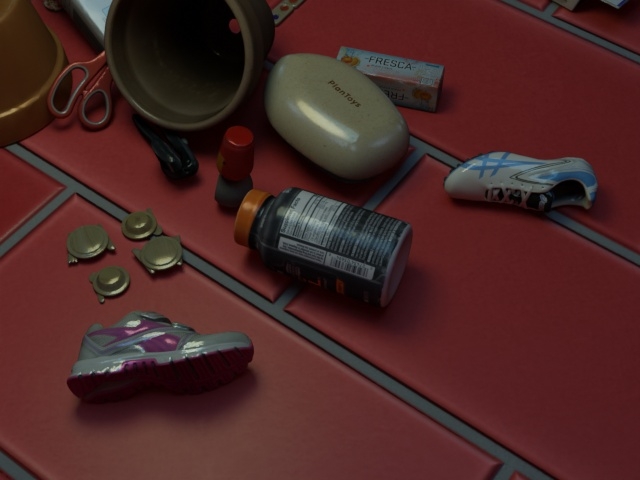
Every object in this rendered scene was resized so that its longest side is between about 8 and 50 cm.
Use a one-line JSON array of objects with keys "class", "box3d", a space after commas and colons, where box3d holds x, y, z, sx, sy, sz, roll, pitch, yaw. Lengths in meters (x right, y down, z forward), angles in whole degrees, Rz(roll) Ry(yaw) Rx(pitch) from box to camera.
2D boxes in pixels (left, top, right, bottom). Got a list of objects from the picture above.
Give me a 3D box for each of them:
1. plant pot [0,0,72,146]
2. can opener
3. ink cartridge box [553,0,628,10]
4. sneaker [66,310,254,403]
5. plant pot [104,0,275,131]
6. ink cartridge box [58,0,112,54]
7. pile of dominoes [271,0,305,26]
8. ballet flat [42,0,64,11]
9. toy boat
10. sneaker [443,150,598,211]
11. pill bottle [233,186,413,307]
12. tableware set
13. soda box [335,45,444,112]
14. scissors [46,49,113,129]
[{"class": "plant pot", "box3d": [-0.569, -0.320, 1.746, 0.291, 0.203, 0.290, 1, 52, -1]}, {"class": "can opener", "box3d": [-0.250, -0.162, 1.718, 0.059, 0.073, 0.186, -27, 48, -10]}, {"class": "ink cartridge box", "box3d": [0.510, -0.555, 2.015, 0.307, 0.072, 0.304, 38, 60, 23]}, {"class": "sneaker", "box3d": [-0.218, 0.143, 1.455, 0.252, 0.103, 0.111, -5, 54, -4]}, {"class": "plant pot", "box3d": [-0.182, -0.328, 1.734, 0.263, 0.263, 0.229, 20, 25, 15]}, {"class": "ink cartridge box", "box3d": [-0.299, -0.520, 1.899, 0.385, 0.091, 0.308, -35, 81, -20]}, {"class": "pile of dominoes", "box3d": [-0.089, -0.520, 2.001, 0.196, 0.040, 0.251, 28, 57, 20]}, {"class": "ballet flat", "box3d": [-0.412, -0.507, 1.968, 0.241, 0.077, 0.091, -34, 61, -23]}, {"class": "toy boat", "box3d": [-0.035, -0.163, 1.681, 0.318, 0.148, 0.267, -28, 62, -29]}, {"class": "sneaker", "box3d": [0.309, -0.084, 1.641, 0.237, 0.085, 0.086, -1, 48, 1]}, {"class": "pill bottle", "box3d": [0.000, 0.000, 1.548, 0.246, 0.130, 0.130, 18, 55, 14]}, {"class": "tableware set", "box3d": [-0.295, 0.014, 1.606, 0.169, 0.020, 0.141, -23, 54, -15]}, {"class": "soda box", "box3d": [0.114, -0.272, 1.797, 0.183, 0.063, 0.058, 13, 53, 9]}, {"class": "scissors", "box3d": [-0.343, -0.319, 1.765, 0.109, 0.021, 0.297, 30, 84, -15]}]
